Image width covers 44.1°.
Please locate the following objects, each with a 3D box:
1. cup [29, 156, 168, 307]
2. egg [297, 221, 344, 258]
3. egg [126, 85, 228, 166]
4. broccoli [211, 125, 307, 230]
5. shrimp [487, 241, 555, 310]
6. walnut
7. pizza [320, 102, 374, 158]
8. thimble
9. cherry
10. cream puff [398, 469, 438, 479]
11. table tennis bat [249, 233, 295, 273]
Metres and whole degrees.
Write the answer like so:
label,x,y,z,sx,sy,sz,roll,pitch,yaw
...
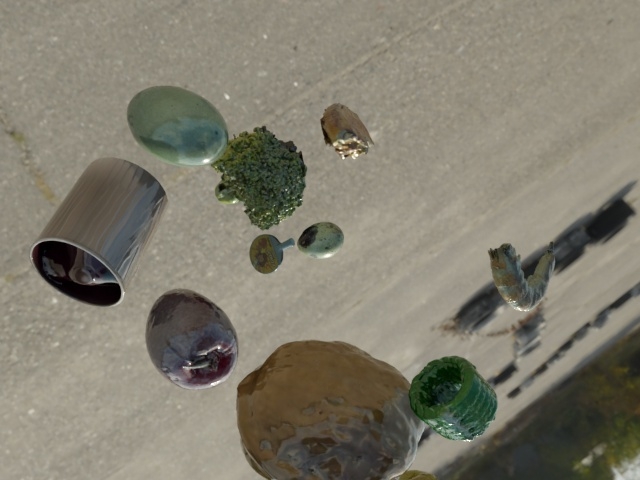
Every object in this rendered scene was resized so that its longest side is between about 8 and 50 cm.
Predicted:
label,x,y,z,sx,sy,sz,roll,pitch,yaw
cup,-0.457,0.001,1.726,0.208,0.273,0.288,-9,134,32
egg,0.000,0.000,1.821,0.110,0.085,0.085,-7,160,5
egg,-0.318,-0.253,1.756,0.169,0.236,0.169,22,90,-85
broccoli,-0.177,-0.135,1.908,0.273,0.242,0.180,-19,-167,25
shrimp,0.555,0.097,2.118,0.287,0.185,0.068,-2,-176,-39
walnut,0.007,0.333,1.452,0.306,0.344,0.306,-157,-90,-88
pizza,0.064,-0.286,2.091,0.085,0.161,0.305,-36,-173,16
thimble,0.203,0.242,1.204,0.118,0.090,0.130,-41,-157,12
cherry,-0.269,0.208,1.654,0.184,0.266,0.213,-22,133,-7
cream puff,0.192,0.676,1.696,0.257,0.291,0.324,-9,146,-53
table tennis bat,-0.121,0.028,1.962,0.155,0.100,0.019,-23,171,39
